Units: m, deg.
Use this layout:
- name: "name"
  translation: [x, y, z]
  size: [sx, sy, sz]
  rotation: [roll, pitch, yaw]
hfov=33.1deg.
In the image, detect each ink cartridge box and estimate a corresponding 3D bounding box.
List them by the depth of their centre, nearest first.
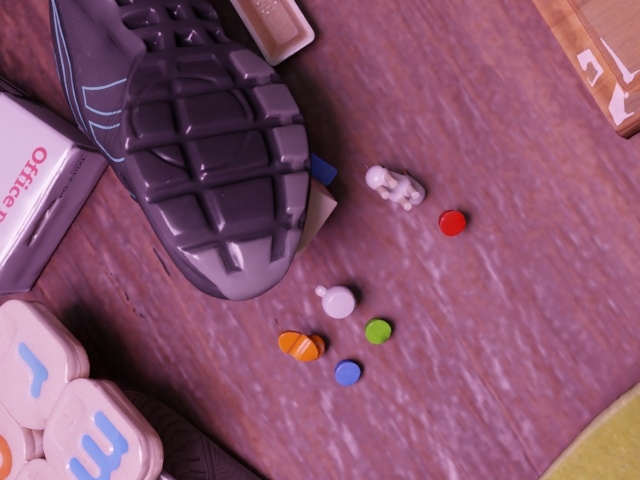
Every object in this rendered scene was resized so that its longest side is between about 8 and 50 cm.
- name: "ink cartridge box"
  translation: [-0.221, -0.049, 0.664]
  size: [0.150, 0.063, 0.109]
  rotation: [34, 96, 12]

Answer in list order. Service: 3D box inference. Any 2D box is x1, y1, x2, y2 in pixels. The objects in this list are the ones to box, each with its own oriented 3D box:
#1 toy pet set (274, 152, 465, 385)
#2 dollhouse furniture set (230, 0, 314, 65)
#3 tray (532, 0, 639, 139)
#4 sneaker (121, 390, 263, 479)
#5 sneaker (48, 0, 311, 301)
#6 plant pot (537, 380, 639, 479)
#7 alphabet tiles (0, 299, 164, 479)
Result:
- name: "toy pet set"
  translation: [0.000, 0.000, 0.625]
  size: [0.114, 0.065, 0.122]
  rotation: [31, 100, -23]
- name: "dollhouse furniture set"
  translation: [-0.032, -0.169, 0.613]
  size: [0.091, 0.081, 0.114]
  rotation: [-32, 82, 11]
- name: "tray"
  translation: [0.273, -0.246, 0.520]
  size: [0.411, 0.076, 0.202]
  rotation: [-33, 81, 19]
- name: "sneaker"
  translation: [-0.067, 0.199, 0.622]
  size: [0.222, 0.083, 0.118]
  rotation: [41, 109, 12]
- name: "sneaker"
  translation: [-0.084, -0.077, 0.594]
  size: [0.101, 0.106, 0.267]
  rotation: [-11, 64, -26]
- name: "plant pot"
  translation: [0.177, 0.240, 0.461]
  size: [0.254, 0.276, 0.276]
  rotation: [37, 97, 8]
- name: "alphabet tiles"
  translation: [-0.193, 0.182, 0.625]
  size: [0.278, 0.021, 0.284]
  rotation: [41, 110, 30]
